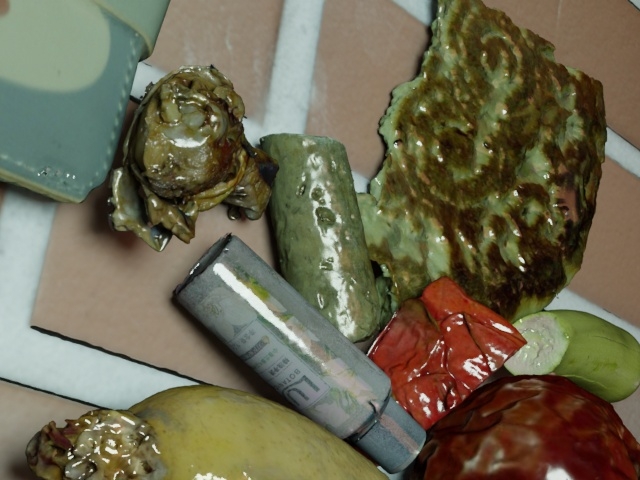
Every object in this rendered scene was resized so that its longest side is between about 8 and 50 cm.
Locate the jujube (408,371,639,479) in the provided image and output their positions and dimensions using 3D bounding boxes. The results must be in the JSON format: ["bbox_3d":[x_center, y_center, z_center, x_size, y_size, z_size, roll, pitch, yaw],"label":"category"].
[{"bbox_3d":[0.177,0.216,0.990,0.232,0.213,0.213,11,74,-68],"label":"jujube"}]

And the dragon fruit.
[{"bbox_3d":[0.064,0.117,0.979,0.192,0.122,0.092,-39,84,-16],"label":"dragon fruit"}]

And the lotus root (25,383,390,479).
[{"bbox_3d":[-0.048,0.193,0.794,0.342,0.151,0.169,41,53,-39],"label":"lotus root"}]

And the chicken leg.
[{"bbox_3d":[-0.083,-0.062,0.829,0.196,0.080,0.125,-31,129,-70],"label":"chicken leg"}]

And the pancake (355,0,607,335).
[{"bbox_3d":[0.152,-0.058,1.136,0.305,0.067,0.427,42,55,-25],"label":"pancake"}]

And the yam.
[{"bbox_3d":[0.000,0.000,0.941,0.078,0.078,0.179,-7,84,-47],"label":"yam"}]

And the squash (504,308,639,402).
[{"bbox_3d":[0.258,0.114,1.160,0.250,0.083,0.083,20,68,-56],"label":"squash"}]

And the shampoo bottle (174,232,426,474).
[{"bbox_3d":[-0.011,0.089,0.871,0.214,0.072,0.072,43,51,-8],"label":"shampoo bottle"}]

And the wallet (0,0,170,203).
[{"bbox_3d":[-0.197,-0.215,0.765,0.252,0.083,0.360,27,70,-42],"label":"wallet"}]
